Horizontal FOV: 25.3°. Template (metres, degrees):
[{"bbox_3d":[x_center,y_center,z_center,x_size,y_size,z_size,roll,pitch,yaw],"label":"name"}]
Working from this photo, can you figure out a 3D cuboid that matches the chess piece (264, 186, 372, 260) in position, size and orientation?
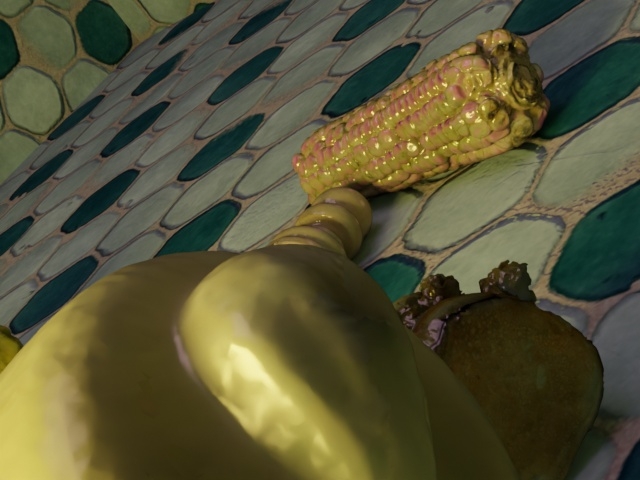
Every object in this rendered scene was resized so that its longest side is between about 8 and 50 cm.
[{"bbox_3d":[0.000,0.000,1.487,0.094,0.094,0.170,-26,18,31],"label":"chess piece"}]

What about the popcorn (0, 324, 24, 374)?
[{"bbox_3d":[-0.446,0.204,1.607,0.224,0.270,0.257,-8,80,62],"label":"popcorn"}]

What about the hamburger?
[{"bbox_3d":[0.099,0.094,0.976,0.185,0.159,0.131,-63,22,-12],"label":"hamburger"}]

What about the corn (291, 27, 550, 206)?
[{"bbox_3d":[0.103,-0.119,1.543,0.335,0.126,0.126,-23,23,47],"label":"corn"}]

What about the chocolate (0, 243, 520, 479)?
[{"bbox_3d":[-0.036,0.171,0.713,0.297,0.326,0.314,-40,13,36],"label":"chocolate"}]
